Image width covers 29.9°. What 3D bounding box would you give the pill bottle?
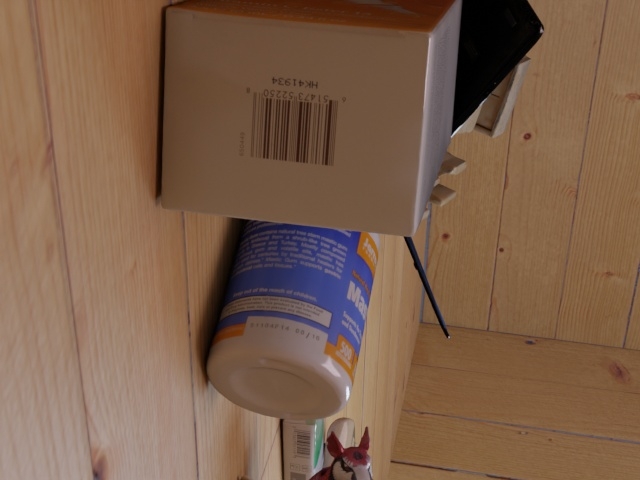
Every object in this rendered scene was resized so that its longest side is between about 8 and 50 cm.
[{"bbox_3d":[-0.019,0.040,1.275,0.152,0.152,0.272,84,16,-56],"label":"pill bottle"}]

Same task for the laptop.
[{"bbox_3d":[0.151,-0.171,1.482,0.408,0.236,0.382,-49,-143,28],"label":"laptop"}]

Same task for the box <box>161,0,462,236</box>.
[{"bbox_3d":[0.007,-0.139,1.096,0.345,0.215,0.168,-59,154,-71],"label":"box"}]

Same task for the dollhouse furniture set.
[{"bbox_3d":[0.182,-0.280,2.153,0.394,0.256,0.362,-30,141,-59],"label":"dollhouse furniture set"}]

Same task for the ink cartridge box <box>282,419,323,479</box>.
[{"bbox_3d":[-0.011,0.254,1.826,0.224,0.056,0.181,-71,166,-47],"label":"ink cartridge box"}]

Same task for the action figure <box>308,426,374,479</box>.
[{"bbox_3d":[0.030,0.414,1.553,0.276,0.248,0.370,-30,131,-80],"label":"action figure"}]

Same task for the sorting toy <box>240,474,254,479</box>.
[{"bbox_3d":[-0.090,0.341,1.451,0.075,0.045,0.083,117,-11,-54],"label":"sorting toy"}]

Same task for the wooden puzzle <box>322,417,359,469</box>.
[{"bbox_3d":[0.006,0.474,2.005,0.348,0.081,0.322,69,29,-72],"label":"wooden puzzle"}]
